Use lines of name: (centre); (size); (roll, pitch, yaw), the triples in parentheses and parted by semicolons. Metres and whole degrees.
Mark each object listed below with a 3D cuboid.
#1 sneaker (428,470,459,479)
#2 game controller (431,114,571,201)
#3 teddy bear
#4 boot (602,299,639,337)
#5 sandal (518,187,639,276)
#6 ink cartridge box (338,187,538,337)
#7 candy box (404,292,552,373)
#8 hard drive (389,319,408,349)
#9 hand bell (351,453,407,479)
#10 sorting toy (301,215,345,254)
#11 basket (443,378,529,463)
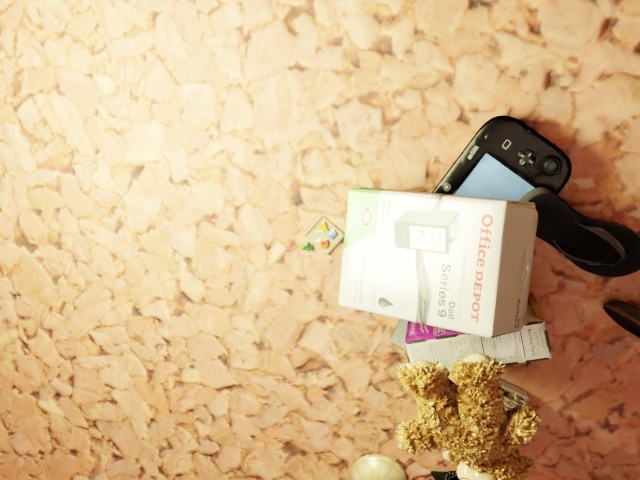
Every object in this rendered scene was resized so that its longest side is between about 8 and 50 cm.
sneaker: (0.316, 0.512, 1.351); (0.170, 0.051, 0.089); (-9, 113, 23)
game controller: (0.275, -0.054, 1.130); (0.167, 0.067, 0.319); (34, 116, 1)
teddy bear: (0.244, 0.313, 1.090); (0.245, 0.113, 0.337); (0, 128, 8)
boot: (0.604, 0.132, 1.111); (0.219, 0.082, 0.106); (29, 81, 25)
sandal: (0.431, 0.001, 1.078); (0.255, 0.054, 0.097); (22, 119, -15)
ink cartridge box: (0.185, 0.026, 1.076); (0.289, 0.122, 0.211); (8, 95, 38)
candy box: (0.271, 0.164, 1.150); (0.234, 0.159, 0.071); (-11, 100, 12)
hard drive: (0.213, 0.186, 1.268); (0.135, 0.022, 0.094); (26, 116, 5)
hand bell: (0.097, 0.561, 1.330); (0.126, 0.242, 0.126); (6, 112, 15)
sorting toy: (0.000, 0.000, 1.263); (0.062, 0.012, 0.083); (40, 116, -2)
basket: (0.314, 0.357, 1.261); (0.113, 0.103, 0.167); (25, 115, 5)
